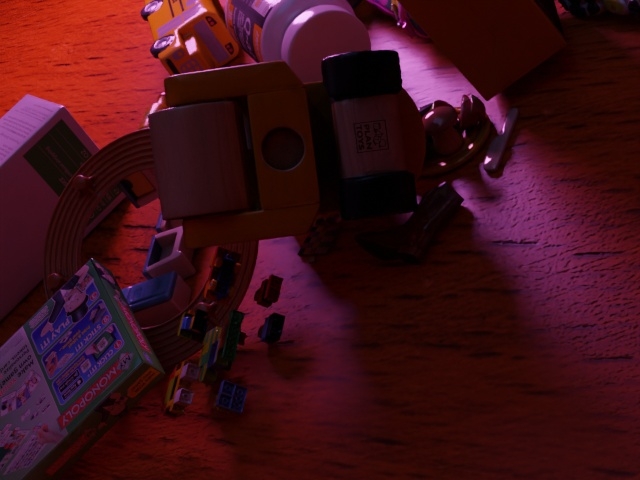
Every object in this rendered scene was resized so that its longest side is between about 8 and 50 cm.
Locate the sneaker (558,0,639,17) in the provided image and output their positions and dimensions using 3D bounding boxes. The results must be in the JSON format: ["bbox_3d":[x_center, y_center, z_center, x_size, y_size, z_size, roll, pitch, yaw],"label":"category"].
[{"bbox_3d":[0.403,-0.354,1.632,0.118,0.107,0.279,-25,30,-20],"label":"sneaker"}]

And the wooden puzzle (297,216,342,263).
[{"bbox_3d":[0.000,0.000,1.616,0.049,0.006,0.083,-3,45,40],"label":"wooden puzzle"}]

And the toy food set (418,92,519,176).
[{"bbox_3d":[0.146,-0.150,1.611,0.218,0.071,0.128,0,47,42],"label":"toy food set"}]

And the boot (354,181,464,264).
[{"bbox_3d":[0.110,-0.027,1.522,0.106,0.037,0.114,16,62,36],"label":"boot"}]

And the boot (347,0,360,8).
[{"bbox_3d":[0.060,-0.480,2.067,0.082,0.106,0.219,8,53,47],"label":"boot"}]

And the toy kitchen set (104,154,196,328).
[{"bbox_3d":[-0.262,-0.003,1.712,0.122,0.166,0.207,-20,36,23],"label":"toy kitchen set"}]

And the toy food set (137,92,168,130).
[{"bbox_3d":[-0.159,-0.199,1.911,0.232,0.111,0.104,-19,37,29],"label":"toy food set"}]

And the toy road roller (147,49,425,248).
[{"bbox_3d":[-0.035,-0.108,1.531,0.329,0.202,0.240,-8,0,-2],"label":"toy road roller"}]

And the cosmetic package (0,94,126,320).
[{"bbox_3d":[-0.505,-0.032,1.946,0.365,0.197,0.155,-49,36,-16],"label":"cosmetic package"}]

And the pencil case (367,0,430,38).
[{"bbox_3d":[0.124,-0.384,1.901,0.104,0.104,0.236,-36,32,0],"label":"pencil case"}]

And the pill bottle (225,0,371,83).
[{"bbox_3d":[-0.035,-0.325,1.911,0.162,0.162,0.278,-38,32,-2],"label":"pill bottle"}]

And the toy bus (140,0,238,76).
[{"bbox_3d":[-0.232,-0.372,2.200,0.130,0.108,0.332,-31,33,5],"label":"toy bus"}]

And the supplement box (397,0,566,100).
[{"bbox_3d":[0.207,-0.326,1.632,0.129,0.191,0.194,-35,26,23],"label":"supplement box"}]

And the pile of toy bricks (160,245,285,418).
[{"bbox_3d":[-0.124,0.126,1.508,0.105,0.118,0.212,-36,37,59],"label":"pile of toy bricks"}]

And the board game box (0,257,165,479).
[{"bbox_3d":[-0.354,0.200,1.564,0.317,0.046,0.213,-44,46,7],"label":"board game box"}]

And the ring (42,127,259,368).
[{"bbox_3d":[-0.235,0.007,1.640,0.337,0.032,0.336,-6,76,25],"label":"ring"}]
